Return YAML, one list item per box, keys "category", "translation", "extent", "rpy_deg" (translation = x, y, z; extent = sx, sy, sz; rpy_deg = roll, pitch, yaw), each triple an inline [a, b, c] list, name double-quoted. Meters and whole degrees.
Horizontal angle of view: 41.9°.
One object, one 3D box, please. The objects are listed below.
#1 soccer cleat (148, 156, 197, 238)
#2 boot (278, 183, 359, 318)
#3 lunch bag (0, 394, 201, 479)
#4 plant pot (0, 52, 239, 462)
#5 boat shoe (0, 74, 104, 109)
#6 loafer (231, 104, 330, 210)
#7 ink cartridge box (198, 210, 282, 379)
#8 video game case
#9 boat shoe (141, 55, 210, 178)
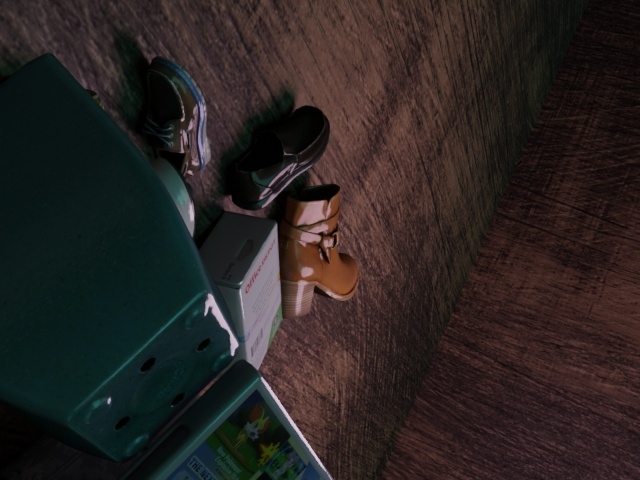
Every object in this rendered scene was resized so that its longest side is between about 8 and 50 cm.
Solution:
- category: "soccer cleat"
  translation: [-0.215, 0.041, 1.049]
  extent: [0.116, 0.108, 0.318]
  rpy_deg: [-26, 142, -26]
- category: "boot"
  translation: [0.000, 0.000, 1.501]
  extent: [0.283, 0.109, 0.220]
  rpy_deg: [-18, 121, -53]
- category: "lunch bag"
  translation: [-0.226, 0.327, 0.991]
  extent: [0.256, 0.212, 0.305]
  rpy_deg: [-45, 110, -40]
- category: "plant pot"
  translation: [-0.213, 0.045, 0.730]
  extent: [0.248, 0.252, 0.247]
  rpy_deg: [-44, 155, -16]
- category: "boat shoe"
  translation: [-0.281, -0.120, 0.785]
  extent: [0.190, 0.068, 0.072]
  rpy_deg: [-40, 132, -50]
- category: "loafer"
  translation: [-0.056, -0.138, 1.255]
  extent: [0.220, 0.080, 0.078]
  rpy_deg: [-54, 154, -33]
- category: "ink cartridge box"
  translation: [-0.124, 0.087, 1.247]
  extent: [0.154, 0.093, 0.212]
  rpy_deg: [-64, 162, -46]
- category: "video game case"
  translation: [-0.121, 0.305, 0.824]
  extent: [0.300, 0.036, 0.329]
  rpy_deg: [-44, 141, -16]
- category: "boat shoe"
  translation: [-0.176, -0.135, 1.002]
  extent: [0.066, 0.066, 0.183]
  rpy_deg: [-55, 153, -29]
